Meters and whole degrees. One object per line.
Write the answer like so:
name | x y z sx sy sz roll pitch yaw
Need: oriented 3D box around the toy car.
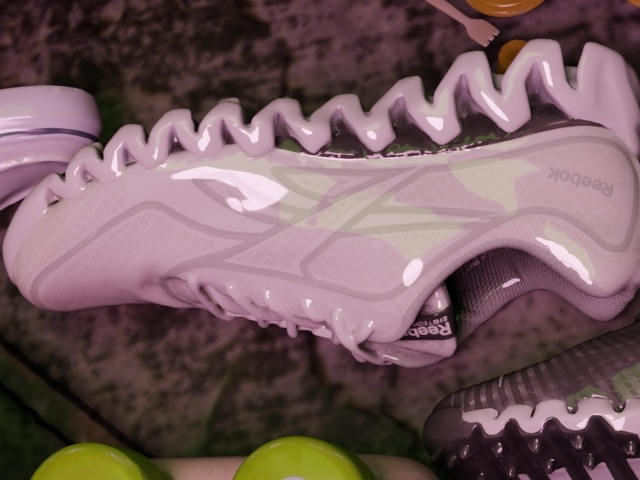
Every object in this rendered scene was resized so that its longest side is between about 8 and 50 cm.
toy car | -0.024 0.174 0.622 0.148 0.155 0.188 -4 78 15

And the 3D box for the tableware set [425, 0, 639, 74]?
tableware set | 0.132 -0.132 0.775 0.154 0.024 0.104 -45 65 -7

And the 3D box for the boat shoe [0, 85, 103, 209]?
boat shoe | -0.200 -0.006 0.795 0.226 0.083 0.076 -18 74 21

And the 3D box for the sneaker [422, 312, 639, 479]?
sneaker | 0.155 0.049 0.658 0.234 0.078 0.106 -12 45 22

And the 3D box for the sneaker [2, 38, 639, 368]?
sneaker | 0.000 0.000 0.713 0.292 0.110 0.118 -11 73 12
